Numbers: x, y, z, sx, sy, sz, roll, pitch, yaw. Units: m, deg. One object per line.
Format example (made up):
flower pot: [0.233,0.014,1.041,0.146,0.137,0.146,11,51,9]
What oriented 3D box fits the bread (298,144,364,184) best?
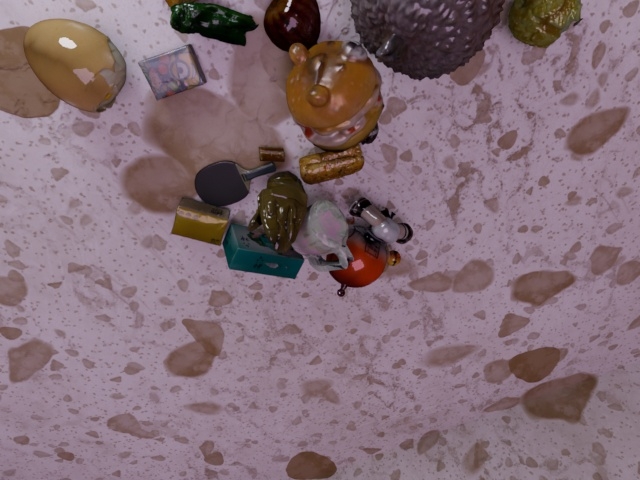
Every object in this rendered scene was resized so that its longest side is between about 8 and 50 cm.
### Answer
bread: [0.036,-0.241,1.324,0.211,0.114,0.083,-16,81,1]

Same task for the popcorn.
popcorn: [0.634,-0.635,1.150,0.212,0.198,0.198,-16,130,-40]

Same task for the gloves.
gloves: [-0.119,-0.104,1.256,0.154,0.331,0.141,24,122,-15]

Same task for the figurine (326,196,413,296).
figurine: [0.147,0.036,1.460,0.320,0.196,0.323,28,114,-17]

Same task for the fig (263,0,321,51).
fig: [-0.066,-0.558,1.091,0.149,0.148,0.202,-32,114,-12]

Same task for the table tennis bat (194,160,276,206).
table tennis bat: [-0.277,-0.198,1.356,0.274,0.021,0.154,-19,124,5]

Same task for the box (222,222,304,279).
box: [-0.193,0.038,1.409,0.245,0.153,0.092,12,120,-31]

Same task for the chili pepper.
chili pepper: [-0.273,-0.563,1.081,0.224,0.061,0.098,0,148,-26]

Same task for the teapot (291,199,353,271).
teapot: [0.003,-0.012,1.363,0.221,0.163,0.178,41,139,-21]

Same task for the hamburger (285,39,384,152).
hamburger: [0.028,-0.403,1.101,0.276,0.276,0.237,-30,154,10]

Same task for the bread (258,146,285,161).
bread: [-0.155,-0.272,1.320,0.083,0.036,0.047,0,123,-6]

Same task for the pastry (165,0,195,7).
pastry: [-0.361,-0.697,0.987,0.154,0.102,0.250,-18,126,16]

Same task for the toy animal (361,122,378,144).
toy animal: [0.142,-0.364,1.284,0.098,0.098,0.137,21,94,-20]

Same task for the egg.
egg: [-0.612,-0.445,1.046,0.244,0.201,0.201,30,113,-15]

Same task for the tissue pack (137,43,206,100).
tissue pack: [-0.406,-0.465,1.148,0.148,0.060,0.109,-18,121,1]

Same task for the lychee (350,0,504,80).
lychee: [0.265,-0.596,0.990,0.380,0.380,0.432,39,84,-27]

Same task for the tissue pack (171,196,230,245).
tissue pack: [-0.396,-0.060,1.381,0.169,0.082,0.120,16,124,-17]
